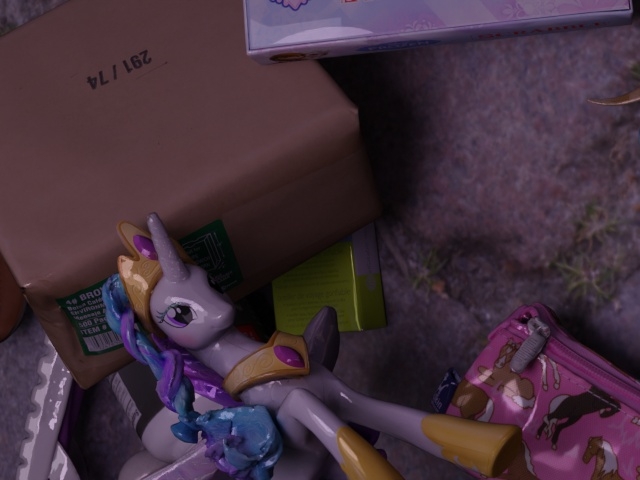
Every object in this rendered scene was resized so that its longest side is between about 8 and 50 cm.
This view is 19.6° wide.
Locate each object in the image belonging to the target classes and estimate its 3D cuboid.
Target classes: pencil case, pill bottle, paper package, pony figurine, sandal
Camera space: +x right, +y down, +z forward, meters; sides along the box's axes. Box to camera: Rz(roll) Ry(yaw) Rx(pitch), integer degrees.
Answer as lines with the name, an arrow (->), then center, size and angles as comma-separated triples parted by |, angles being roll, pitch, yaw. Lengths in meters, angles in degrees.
pencil case -> 0.274, 0.199, 1.479 | 0.386, 0.167, 0.160 | 33, 89, 33
pill bottle -> -0.128, 0.114, 1.808 | 0.161, 0.161, 0.283 | -47, 65, 33
paper package -> -0.150, -0.082, 1.659 | 0.309, 0.325, 0.168 | 55, 170, 39
pony figurine -> -0.022, 0.163, 1.509 | 0.363, 0.303, 0.351 | 34, 149, 24
sandal -> -0.269, 0.264, 1.977 | 0.102, 0.169, 0.416 | 9, 103, -1

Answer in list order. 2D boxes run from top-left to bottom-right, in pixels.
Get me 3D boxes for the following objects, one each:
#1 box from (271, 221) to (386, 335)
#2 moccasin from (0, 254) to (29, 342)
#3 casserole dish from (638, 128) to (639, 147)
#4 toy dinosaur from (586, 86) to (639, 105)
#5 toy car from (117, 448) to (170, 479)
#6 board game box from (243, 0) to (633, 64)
box -> 0.000, 0.000, 1.765 | 0.109, 0.042, 0.178 | -7, 89, 40
moccasin -> -0.422, -0.064, 2.048 | 0.139, 0.147, 0.380 | -20, 81, 40
casserole dish -> 0.325, -0.050, 1.456 | 0.188, 0.037, 0.114 | 16, 134, 38
toy dinosaur -> 0.308, -0.142, 1.495 | 0.183, 0.053, 0.092 | -45, 51, 26
toy car -> -0.170, 0.312, 1.860 | 0.159, 0.136, 0.182 | 52, 154, 23
board game box -> 0.085, -0.320, 1.532 | 0.319, 0.066, 0.318 | -5, 86, 10
